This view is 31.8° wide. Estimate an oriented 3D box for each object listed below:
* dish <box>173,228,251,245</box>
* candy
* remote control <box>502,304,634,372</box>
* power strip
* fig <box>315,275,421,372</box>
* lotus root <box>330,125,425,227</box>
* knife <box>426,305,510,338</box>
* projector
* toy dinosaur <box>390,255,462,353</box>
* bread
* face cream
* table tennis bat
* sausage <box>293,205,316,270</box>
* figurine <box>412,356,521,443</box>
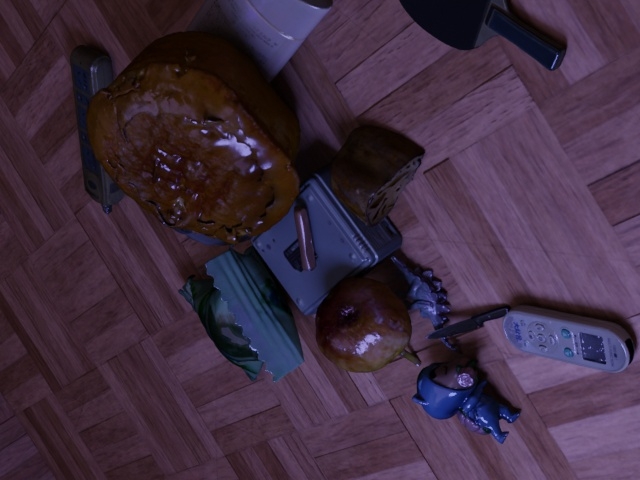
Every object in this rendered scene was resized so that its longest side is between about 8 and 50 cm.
[{"bbox_3d":[-0.237,-0.103,2.128,0.303,0.120,0.303,27,134,32],"label":"dish"},{"bbox_3d":[-0.167,0.161,2.210,0.263,0.172,0.398,61,155,2],"label":"candy"},{"bbox_3d":[0.374,0.146,1.700,0.221,0.042,0.078,9,121,43],"label":"remote control"},{"bbox_3d":[-0.465,-0.218,2.341,0.092,0.066,0.388,29,135,34],"label":"power strip"},{"bbox_3d":[0.103,0.163,1.903,0.159,0.159,0.257,15,164,41],"label":"fig"},{"bbox_3d":[0.075,-0.102,1.802,0.135,0.095,0.159,35,120,28],"label":"lotus root"},{"bbox_3d":[0.240,0.137,1.834,0.170,0.010,0.023,-23,102,38],"label":"knife"},{"bbox_3d":[0.000,0.000,1.958,0.192,0.099,0.256,55,142,6],"label":"projector"},{"bbox_3d":[0.182,0.110,1.886,0.082,0.039,0.209,-24,101,49],"label":"toy dinosaur"},{"bbox_3d":[-0.193,-0.171,1.871,0.336,0.204,0.358,-13,128,37],"label":"bread"},{"bbox_3d":[-0.119,-0.352,1.854,0.173,0.081,0.348,49,142,0],"label":"face cream"},{"bbox_3d":[0.215,-0.331,1.556,0.301,0.022,0.173,39,138,23],"label":"table tennis bat"},{"bbox_3d":[-0.027,-0.005,1.887,0.026,0.026,0.116,15,124,41],"label":"sausage"},{"bbox_3d":[0.249,0.252,1.869,0.178,0.114,0.145,31,129,13],"label":"figurine"}]
